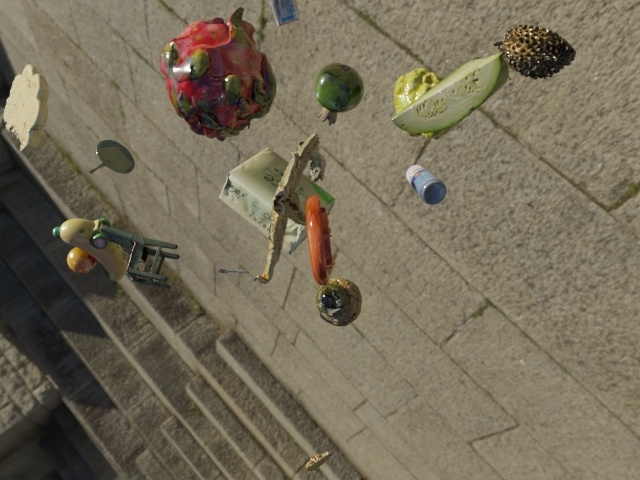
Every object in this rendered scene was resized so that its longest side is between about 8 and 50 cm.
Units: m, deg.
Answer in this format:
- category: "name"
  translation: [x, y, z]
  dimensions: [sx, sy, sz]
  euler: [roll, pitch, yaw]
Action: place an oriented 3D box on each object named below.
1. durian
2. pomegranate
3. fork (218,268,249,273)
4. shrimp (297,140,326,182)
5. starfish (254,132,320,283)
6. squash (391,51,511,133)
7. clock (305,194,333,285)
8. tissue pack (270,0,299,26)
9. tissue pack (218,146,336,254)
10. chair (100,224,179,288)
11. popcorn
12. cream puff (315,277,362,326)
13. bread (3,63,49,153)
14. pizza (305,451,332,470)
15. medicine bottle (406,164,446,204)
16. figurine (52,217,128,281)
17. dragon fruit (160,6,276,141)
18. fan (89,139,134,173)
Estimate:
- category: "durian"
  translation: [0.465, -0.410, 1.131]
  dimensions: [0.188, 0.148, 0.091]
  euler: [33, 104, 35]
- category: "pomegranate"
  translation: [0.056, -0.527, 1.842]
  dimensions: [0.187, 0.187, 0.225]
  euler: [43, 133, 17]
- category: "fork"
  translation: [-0.311, 0.111, 1.809]
  dimensions: [0.115, 0.012, 0.016]
  euler: [5, 122, 0]
- category: "shrimp"
  translation: [-0.031, -0.261, 1.675]
  dimensions: [0.047, 0.223, 0.126]
  euler: [-39, 115, 23]
- category: "starfish"
  translation: [-0.095, -0.110, 1.568]
  dimensions: [0.082, 0.324, 0.433]
  euler: [15, 115, 9]
- category: "squash"
  translation: [0.368, -0.385, 1.411]
  dimensions: [0.111, 0.288, 0.203]
  euler: [53, 177, -18]
- category: "clock"
  translation: [0.000, 0.000, 1.137]
  dimensions: [0.205, 0.051, 0.206]
  euler: [-6, -90, -88]
- category: "tissue pack"
  translation: [-0.103, -0.668, 1.440]
  dimensions: [0.059, 0.074, 0.095]
  euler: [-106, 0, -54]
- category: "tissue pack"
  translation: [-0.182, -0.184, 2.221]
  dimensions: [0.404, 0.332, 0.205]
  euler: [37, 132, 7]
- category: "chair"
  translation: [-0.644, 0.065, 1.773]
  dimensions: [0.270, 0.147, 0.136]
  euler: [14, 159, -8]
- category: "popcorn"
  translation: [0.367, -0.473, 1.772]
  dimensions: [0.250, 0.241, 0.235]
  euler: [30, 105, 21]
- category: "cream puff"
  translation: [0.056, 0.225, 1.850]
  dimensions: [0.183, 0.183, 0.169]
  euler: [44, -175, 15]
- category: "bread"
  translation: [-0.705, -0.324, 1.225]
  dimensions: [0.251, 0.038, 0.182]
  euler: [40, 107, 39]
- category: "pizza"
  translation: [-0.006, 0.578, 1.339]
  dimensions: [0.025, 0.078, 0.083]
  euler: [51, 167, 32]
- category: "medicine bottle"
  translation: [0.337, -0.186, 1.641]
  dimensions: [0.203, 0.083, 0.084]
  euler: [-104, -9, -65]
- category: "figurine"
  translation: [-0.893, 0.049, 1.988]
  dimensions: [0.124, 0.222, 0.325]
  euler: [-114, 0, -50]
- category: "dragon fruit"
  translation: [-0.224, -0.359, 1.108]
  dimensions: [0.237, 0.231, 0.303]
  euler: [70, 175, -49]
- category: "fan"
  translation: [-0.583, -0.221, 1.401]
  dimensions: [0.005, 0.175, 0.113]
  euler: [-34, 106, 31]
